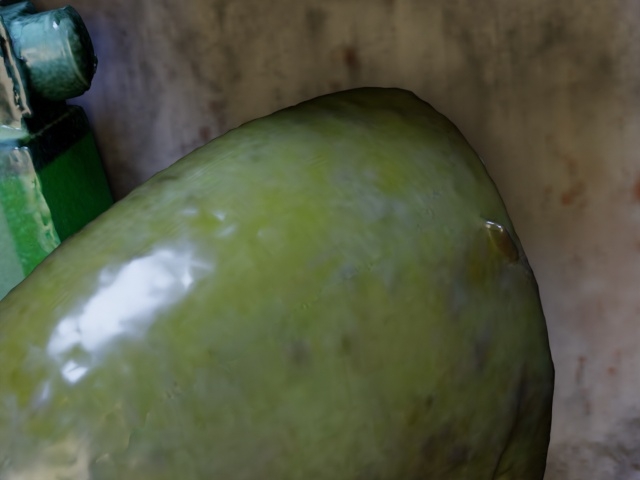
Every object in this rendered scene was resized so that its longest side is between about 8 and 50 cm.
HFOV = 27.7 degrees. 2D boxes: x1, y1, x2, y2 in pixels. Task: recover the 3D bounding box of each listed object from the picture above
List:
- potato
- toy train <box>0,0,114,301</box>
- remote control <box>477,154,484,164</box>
[{"bbox_3d":[-0.035,0.101,0.498,0.112,0.255,0.269,25,124,43],"label":"potato"},{"bbox_3d":[-0.228,-0.010,0.595,0.300,0.120,0.202,-13,105,11],"label":"toy train"},{"bbox_3d":[0.000,0.000,0.606,0.162,0.029,0.061,-9,101,11],"label":"remote control"}]
